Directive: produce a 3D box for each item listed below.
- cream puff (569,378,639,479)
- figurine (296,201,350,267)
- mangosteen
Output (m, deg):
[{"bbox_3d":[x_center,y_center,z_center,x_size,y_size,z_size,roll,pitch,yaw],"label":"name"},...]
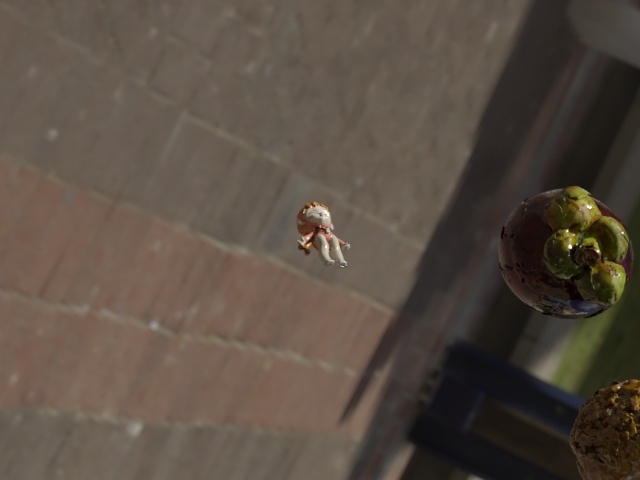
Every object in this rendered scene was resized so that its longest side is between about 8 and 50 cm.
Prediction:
[{"bbox_3d":[0.347,0.218,2.074,0.150,0.115,0.165,-44,-168,-36],"label":"cream puff"},{"bbox_3d":[0.000,0.000,2.072,0.109,0.064,0.047,-116,-139,-52],"label":"figurine"},{"bbox_3d":[0.302,0.014,2.214,0.166,0.166,0.180,-60,-171,-12],"label":"mangosteen"}]
